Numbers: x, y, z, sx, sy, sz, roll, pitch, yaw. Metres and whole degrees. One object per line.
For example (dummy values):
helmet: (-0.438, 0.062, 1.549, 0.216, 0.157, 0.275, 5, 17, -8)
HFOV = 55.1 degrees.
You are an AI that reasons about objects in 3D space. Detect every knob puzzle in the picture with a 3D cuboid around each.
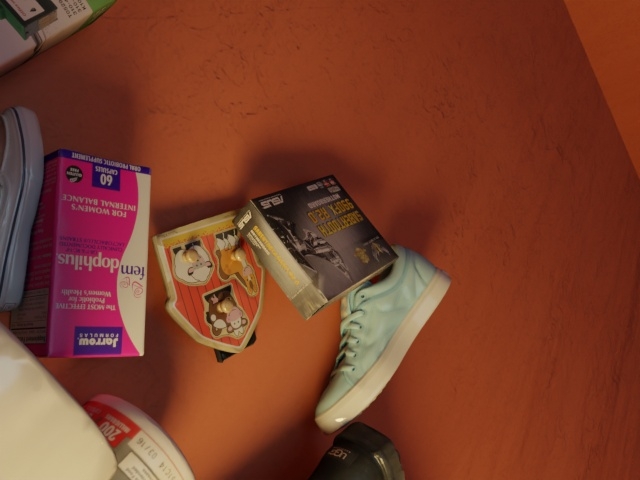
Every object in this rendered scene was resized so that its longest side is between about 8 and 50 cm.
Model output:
knob puzzle: (-0.135, 0.064, 0.856, 0.213, 0.030, 0.213, 18, 67, -49)

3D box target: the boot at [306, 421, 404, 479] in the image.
boot: (-0.043, 0.513, 0.810, 0.445, 0.146, 0.367, -30, 110, -43)

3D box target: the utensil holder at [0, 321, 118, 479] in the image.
utensil holder: (-0.372, 0.204, 0.377, 0.385, 0.327, 0.328, -49, 117, -34)

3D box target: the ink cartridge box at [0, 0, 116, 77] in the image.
ink cartridge box: (-0.361, -0.278, 0.673, 0.160, 0.092, 0.219, 55, 48, -23)

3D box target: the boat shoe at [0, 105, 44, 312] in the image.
boat shoe: (-0.348, -0.039, 0.647, 0.076, 0.083, 0.226, 9, 77, -46)

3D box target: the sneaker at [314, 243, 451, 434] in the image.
sneaker: (0.073, 0.152, 1.043, 0.150, 0.135, 0.366, 39, 56, 3)

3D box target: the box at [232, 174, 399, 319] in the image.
box: (0.000, 0.000, 0.943, 0.183, 0.056, 0.231, 52, 35, 10)

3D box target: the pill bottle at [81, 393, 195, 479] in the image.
pill bottle: (-0.273, 0.305, 0.603, 0.283, 0.161, 0.161, -45, 114, -41)

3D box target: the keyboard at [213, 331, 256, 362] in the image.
keyboard: (-0.154, 0.081, 0.870, 0.108, 0.023, 0.180, -23, 98, -52)

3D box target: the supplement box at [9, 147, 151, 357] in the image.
supplement box: (-0.271, 0.022, 0.696, 0.111, 0.114, 0.220, 8, 78, -46)
